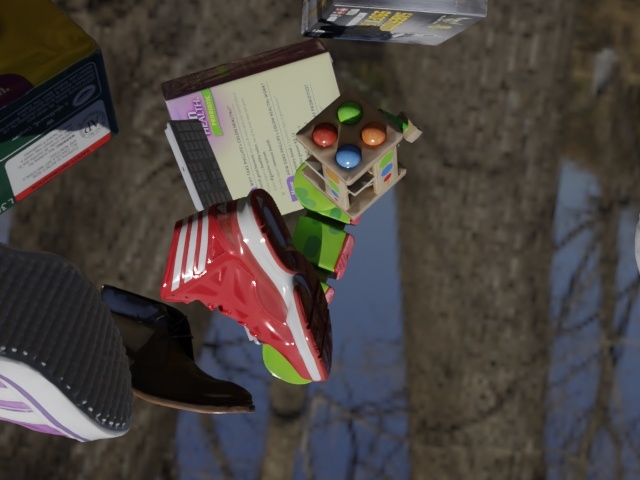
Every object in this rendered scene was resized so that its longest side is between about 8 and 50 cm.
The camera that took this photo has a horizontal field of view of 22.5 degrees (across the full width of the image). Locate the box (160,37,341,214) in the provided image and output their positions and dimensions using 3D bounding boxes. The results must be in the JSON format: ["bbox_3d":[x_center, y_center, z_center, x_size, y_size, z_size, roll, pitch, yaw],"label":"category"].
[{"bbox_3d":[-0.083,-0.151,2.323,0.243,0.213,0.117,-18,-160,-4],"label":"box"}]

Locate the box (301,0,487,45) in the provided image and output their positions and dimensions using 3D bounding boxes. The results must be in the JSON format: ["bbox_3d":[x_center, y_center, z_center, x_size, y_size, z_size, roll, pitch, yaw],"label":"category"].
[{"bbox_3d":[0.084,-0.285,1.953,0.183,0.056,0.231,3,178,-11],"label":"box"}]

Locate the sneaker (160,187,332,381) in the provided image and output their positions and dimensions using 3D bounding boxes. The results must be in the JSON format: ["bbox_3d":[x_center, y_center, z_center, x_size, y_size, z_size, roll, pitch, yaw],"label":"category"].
[{"bbox_3d":[-0.074,0.052,1.536,0.128,0.221,0.087,-12,-149,17],"label":"sneaker"}]

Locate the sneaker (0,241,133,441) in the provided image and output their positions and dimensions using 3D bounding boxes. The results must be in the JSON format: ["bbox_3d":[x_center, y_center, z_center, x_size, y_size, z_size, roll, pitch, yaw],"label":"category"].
[{"bbox_3d":[-0.229,0.063,0.950,0.161,0.102,0.282,-16,154,17],"label":"sneaker"}]

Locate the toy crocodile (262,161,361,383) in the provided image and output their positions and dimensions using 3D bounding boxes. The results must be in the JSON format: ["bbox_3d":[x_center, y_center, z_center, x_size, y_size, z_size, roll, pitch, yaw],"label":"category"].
[{"bbox_3d":[0.000,0.000,1.898,0.105,0.340,0.115,18,174,1],"label":"toy crocodile"}]

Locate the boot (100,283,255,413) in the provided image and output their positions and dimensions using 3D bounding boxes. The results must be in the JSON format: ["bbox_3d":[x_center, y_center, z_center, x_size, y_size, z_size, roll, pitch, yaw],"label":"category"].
[{"bbox_3d":[-0.156,0.113,1.638,0.219,0.106,0.082,11,178,27],"label":"boot"}]

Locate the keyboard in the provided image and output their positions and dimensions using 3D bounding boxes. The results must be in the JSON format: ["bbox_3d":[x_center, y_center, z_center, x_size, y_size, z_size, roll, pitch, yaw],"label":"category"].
[{"bbox_3d":[-0.100,-0.012,1.721,0.014,0.256,0.072,-25,175,30],"label":"keyboard"}]

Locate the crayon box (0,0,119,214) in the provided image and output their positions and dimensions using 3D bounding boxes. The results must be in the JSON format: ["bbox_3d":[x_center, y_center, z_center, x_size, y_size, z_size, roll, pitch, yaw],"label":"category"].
[{"bbox_3d":[-0.379,-0.094,1.098,0.363,0.106,0.313,-37,-119,-22],"label":"crayon box"}]

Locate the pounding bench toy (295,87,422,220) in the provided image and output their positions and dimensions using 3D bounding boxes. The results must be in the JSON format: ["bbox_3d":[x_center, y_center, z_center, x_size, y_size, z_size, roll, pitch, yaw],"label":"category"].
[{"bbox_3d":[0.032,-0.069,1.079,0.052,0.083,0.065,43,164,20],"label":"pounding bench toy"}]

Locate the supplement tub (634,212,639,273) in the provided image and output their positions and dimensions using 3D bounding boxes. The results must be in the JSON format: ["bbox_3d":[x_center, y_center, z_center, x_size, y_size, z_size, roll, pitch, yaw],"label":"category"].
[{"bbox_3d":[0.500,0.032,1.670,0.235,0.235,0.325,5,-165,-25],"label":"supplement tub"}]
